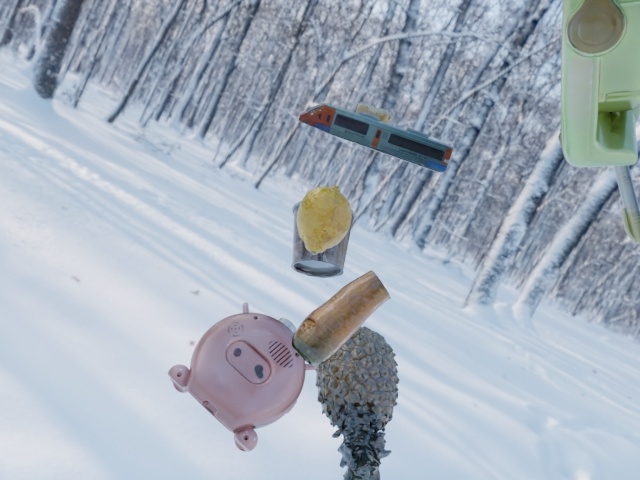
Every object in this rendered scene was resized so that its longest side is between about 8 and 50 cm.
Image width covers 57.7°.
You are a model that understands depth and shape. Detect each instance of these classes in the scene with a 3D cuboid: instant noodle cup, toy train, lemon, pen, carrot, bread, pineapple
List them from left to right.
[{"bbox_3d":[0.000,0.000,1.897,0.217,0.208,0.217,5,-21,2],"label":"instant noodle cup"},{"bbox_3d":[0.008,-0.052,1.491,0.142,0.187,0.142,17,-4,1],"label":"lemon"},{"bbox_3d":[0.035,0.134,1.022,0.087,0.193,0.087,45,-10,10],"label":"carrot"},{"bbox_3d":[0.074,0.360,1.252,0.201,0.202,0.362,25,33,-12],"label":"pineapple"},{"bbox_3d":[0.163,-0.391,1.901,0.125,0.106,0.082,22,5,12],"label":"bread"},{"bbox_3d":[0.144,-0.281,1.527,0.409,0.089,0.086,19,13,-2],"label":"toy train"},{"bbox_3d":[0.693,-0.106,1.318,0.040,0.234,0.032,-10,-9,2],"label":"pen"}]

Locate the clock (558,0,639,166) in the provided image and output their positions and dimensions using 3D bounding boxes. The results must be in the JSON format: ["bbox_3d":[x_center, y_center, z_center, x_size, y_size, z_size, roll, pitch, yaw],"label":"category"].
[{"bbox_3d":[0.413,-0.307,0.841,0.117,0.286,0.349,2,-42,23],"label":"clock"}]

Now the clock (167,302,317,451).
[{"bbox_3d":[-0.137,0.246,1.125,0.227,0.241,0.142,41,-22,8],"label":"clock"}]
